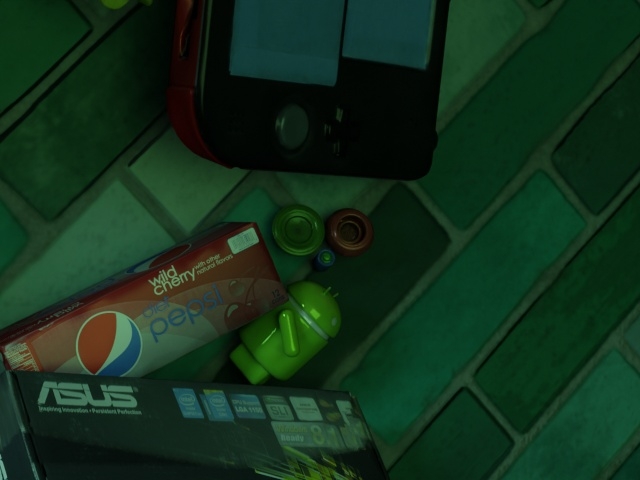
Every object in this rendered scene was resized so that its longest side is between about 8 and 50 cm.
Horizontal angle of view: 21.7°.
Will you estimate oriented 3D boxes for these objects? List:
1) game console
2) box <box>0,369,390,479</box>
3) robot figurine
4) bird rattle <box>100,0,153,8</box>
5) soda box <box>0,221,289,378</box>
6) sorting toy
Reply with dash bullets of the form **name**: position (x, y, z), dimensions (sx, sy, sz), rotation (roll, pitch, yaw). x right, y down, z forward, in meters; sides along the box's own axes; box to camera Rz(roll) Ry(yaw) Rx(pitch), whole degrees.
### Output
- **game console**: position (0.012, -0.252, 1.512), dimensions (0.342, 0.060, 0.386), rotation (2, 96, -45)
- **box**: position (-0.079, 0.271, 1.387), dimensions (0.395, 0.097, 0.318), rotation (10, 45, -42)
- **robot figurine**: position (-0.029, 0.084, 1.560), dimensions (0.115, 0.101, 0.067), rotation (-42, 79, 3)
- **bird rattle**: position (-0.163, -0.333, 1.461), dimensions (0.207, 0.143, 0.253), rotation (-1, 111, -49)
- **soda box**: position (-0.167, 0.072, 1.492), dimensions (0.263, 0.092, 0.083), rotation (-26, 101, -22)
- **sorting toy**: position (0.000, 0.000, 1.602), dimensions (0.102, 0.042, 0.061), rotation (2, 74, -13)
